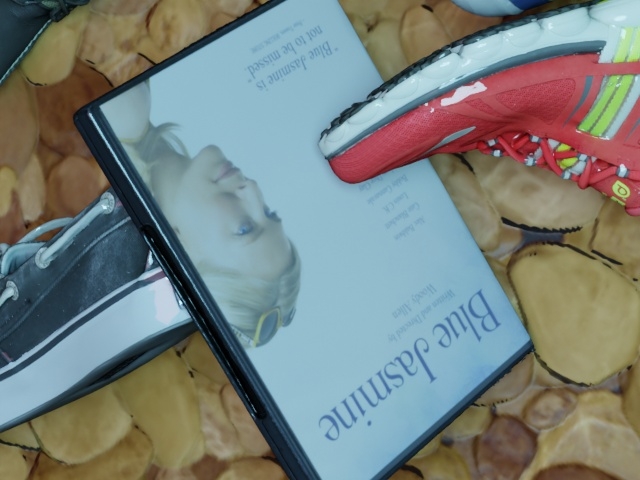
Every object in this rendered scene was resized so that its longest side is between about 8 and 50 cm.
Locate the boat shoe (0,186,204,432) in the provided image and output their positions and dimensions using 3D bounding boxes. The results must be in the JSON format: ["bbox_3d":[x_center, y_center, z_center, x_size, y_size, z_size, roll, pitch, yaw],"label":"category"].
[{"bbox_3d":[-0.165,0.043,0.885,0.306,0.113,0.105,-32,82,48],"label":"boat shoe"}]

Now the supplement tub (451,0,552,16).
[{"bbox_3d":[0.183,-0.262,0.726,0.316,0.228,0.228,-18,85,20],"label":"supplement tub"}]

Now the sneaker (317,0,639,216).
[{"bbox_3d":[0.140,-0.066,0.781,0.279,0.107,0.118,-16,95,-2],"label":"sneaker"}]

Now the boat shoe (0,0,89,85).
[{"bbox_3d":[-0.171,-0.182,0.940,0.073,0.080,0.223,35,98,22],"label":"boat shoe"}]

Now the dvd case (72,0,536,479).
[{"bbox_3d":[0.000,0.000,0.803,0.022,0.180,0.253,-19,104,53],"label":"dvd case"}]
